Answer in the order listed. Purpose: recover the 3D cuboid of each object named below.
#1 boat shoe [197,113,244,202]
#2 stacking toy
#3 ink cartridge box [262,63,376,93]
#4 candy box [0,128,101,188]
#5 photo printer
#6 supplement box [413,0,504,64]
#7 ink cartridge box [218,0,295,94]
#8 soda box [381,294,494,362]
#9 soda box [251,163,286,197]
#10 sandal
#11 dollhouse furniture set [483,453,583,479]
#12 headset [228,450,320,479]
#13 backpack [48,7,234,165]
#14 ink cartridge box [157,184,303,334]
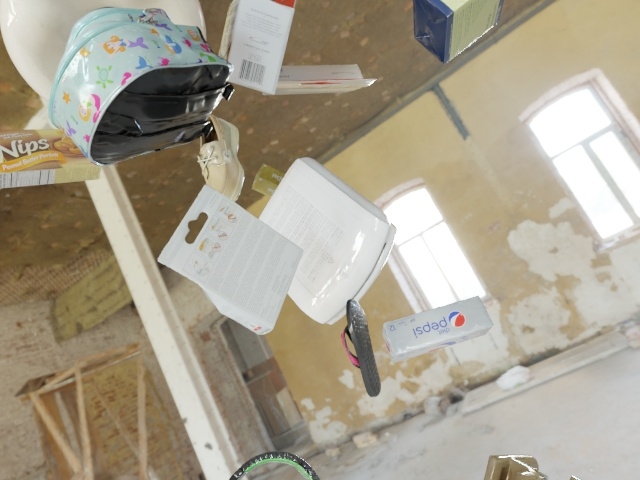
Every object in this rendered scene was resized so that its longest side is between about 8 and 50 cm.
[{"bbox_3d":[-0.261,-0.198,1.125,0.109,0.302,0.098,-30,-41,28],"label":"boat shoe"},{"bbox_3d":[-0.477,-0.498,0.965,0.351,0.480,0.350,-21,-42,-19],"label":"stacking toy"},{"bbox_3d":[-0.024,-0.511,1.397,0.308,0.091,0.385,-4,13,-8],"label":"ink cartridge box"},{"bbox_3d":[-0.942,-0.286,1.537,0.316,0.183,0.087,-15,-26,-42],"label":"candy box"},{"bbox_3d":[0.000,0.000,0.932,0.107,0.307,0.256,19,-73,-47],"label":"photo printer"},{"bbox_3d":[0.153,-0.260,0.500,0.083,0.056,0.083,-38,-18,1],"label":"supplement box"},{"bbox_3d":[-0.175,-0.541,1.175,0.130,0.271,0.309,11,17,-21],"label":"ink cartridge box"},{"bbox_3d":[0.321,0.248,1.260,0.286,0.098,0.091,-16,-28,-6],"label":"soda box"},{"bbox_3d":[-0.104,-0.150,1.320,0.181,0.061,0.058,24,-42,-17],"label":"soda box"},{"bbox_3d":[0.065,0.193,0.800,0.040,0.179,0.067,-11,6,27],"label":"sandal"},{"bbox_3d":[0.298,0.396,0.495,0.161,0.242,0.212,13,0,-28],"label":"dollhouse furniture set"},{"bbox_3d":[-0.155,0.659,0.994,0.394,0.243,0.185,-46,-19,-24],"label":"headset"},{"bbox_3d":[-0.291,-0.238,0.711,0.225,0.191,0.253,-44,3,37],"label":"backpack"},{"bbox_3d":[-0.123,0.028,0.637,0.045,0.179,0.145,-36,27,48],"label":"ink cartridge box"}]
